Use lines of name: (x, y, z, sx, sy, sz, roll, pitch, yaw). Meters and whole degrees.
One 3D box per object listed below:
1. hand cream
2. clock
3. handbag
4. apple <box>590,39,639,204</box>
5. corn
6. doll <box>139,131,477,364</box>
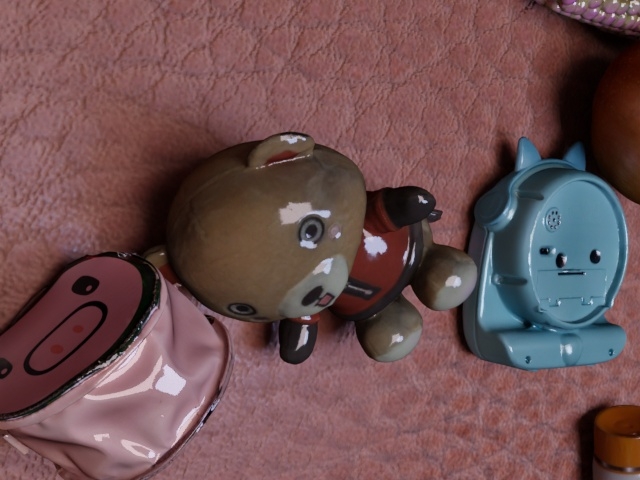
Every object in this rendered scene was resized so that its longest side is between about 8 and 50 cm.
hand cream: (0.416, 0.373, 1.517, 0.139, 0.089, 0.314, -16, 110, -30)
clock: (0.277, 0.015, 1.368, 0.223, 0.094, 0.274, -2, 97, -38)
handbag: (-0.187, 0.109, 0.986, 0.205, 0.179, 0.116, -48, 127, -19)
apple: (0.418, -0.146, 1.387, 0.210, 0.173, 0.235, -50, 162, -31)
corn: (0.393, -0.305, 1.408, 0.335, 0.126, 0.127, 9, 90, -34)
doll: (0.000, 0.000, 1.113, 0.329, 0.235, 0.174, 18, 41, -44)
